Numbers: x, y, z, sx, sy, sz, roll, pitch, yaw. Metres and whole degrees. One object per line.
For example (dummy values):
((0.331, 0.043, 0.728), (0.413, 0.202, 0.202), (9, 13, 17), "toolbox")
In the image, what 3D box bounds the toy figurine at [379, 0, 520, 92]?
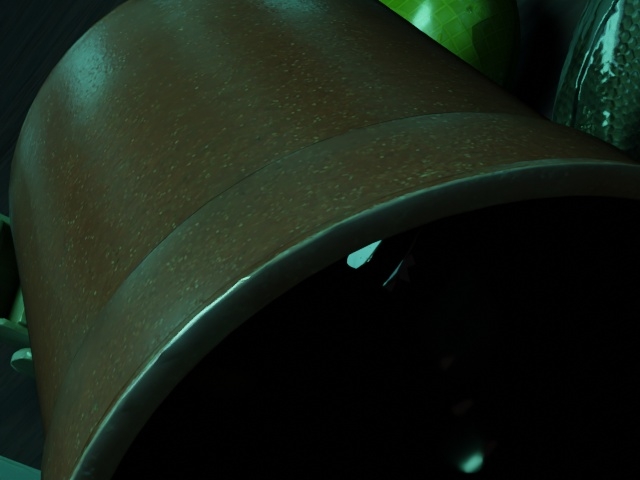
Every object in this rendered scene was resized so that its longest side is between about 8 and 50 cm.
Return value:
((0.100, -0.249, 0.801), (0.217, 0.191, 0.362), (-22, 48, 62), "toy figurine")

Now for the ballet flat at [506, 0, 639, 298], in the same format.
((0.144, -0.064, 0.733), (0.084, 0.058, 0.250), (117, 175, -67), "ballet flat")

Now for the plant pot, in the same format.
((0.004, 0.035, 0.577), (0.272, 0.272, 0.265), (-57, 33, 16), "plant pot")

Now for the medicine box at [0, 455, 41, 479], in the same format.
((-0.335, 0.321, 1.201), (0.289, 0.149, 0.263), (-34, 38, 49), "medicine box")

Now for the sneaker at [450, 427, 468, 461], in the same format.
((-0.012, 0.167, 0.724), (0.262, 0.125, 0.104), (-50, 28, 29), "sneaker")

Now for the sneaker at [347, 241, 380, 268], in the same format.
((0.000, 0.000, 0.902), (0.235, 0.095, 0.090), (-5, 61, 61), "sneaker")

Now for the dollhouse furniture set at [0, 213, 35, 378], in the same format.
((-0.213, 0.007, 1.241), (0.242, 0.161, 0.212), (-27, 43, 54), "dollhouse furniture set")
